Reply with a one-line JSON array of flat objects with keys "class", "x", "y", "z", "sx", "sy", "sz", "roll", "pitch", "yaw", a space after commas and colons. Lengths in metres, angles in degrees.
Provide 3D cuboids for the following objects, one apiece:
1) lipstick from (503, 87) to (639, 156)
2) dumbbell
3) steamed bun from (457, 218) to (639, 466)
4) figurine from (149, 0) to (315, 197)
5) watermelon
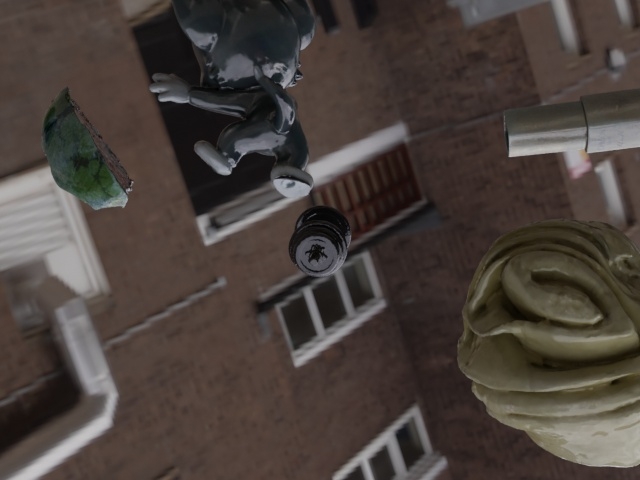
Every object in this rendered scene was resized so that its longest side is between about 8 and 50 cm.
[{"class": "lipstick", "x": 0.416, "y": -0.181, "z": 1.826, "sx": 0.252, "sy": 0.079, "sz": 0.077, "roll": -8, "pitch": -126, "yaw": 5}, {"class": "dumbbell", "x": 0.000, "y": 0.000, "z": 1.943, "sx": 0.099, "sy": 0.099, "sz": 0.208, "roll": -16, "pitch": -163, "yaw": 11}, {"class": "steamed bun", "x": 0.277, "y": 0.117, "z": 1.365, "sx": 0.203, "sy": 0.289, "sz": 0.276, "roll": 8, "pitch": 168, "yaw": -44}, {"class": "figurine", "x": -0.083, "y": -0.171, "z": 1.267, "sx": 0.193, "sy": 0.140, "sz": 0.265, "roll": 1, "pitch": -134, "yaw": -25}, {"class": "watermelon", "x": -0.268, "y": -0.083, "z": 1.361, "sx": 0.071, "sy": 0.187, "sz": 0.139, "roll": -35, "pitch": 148, "yaw": 3}]
